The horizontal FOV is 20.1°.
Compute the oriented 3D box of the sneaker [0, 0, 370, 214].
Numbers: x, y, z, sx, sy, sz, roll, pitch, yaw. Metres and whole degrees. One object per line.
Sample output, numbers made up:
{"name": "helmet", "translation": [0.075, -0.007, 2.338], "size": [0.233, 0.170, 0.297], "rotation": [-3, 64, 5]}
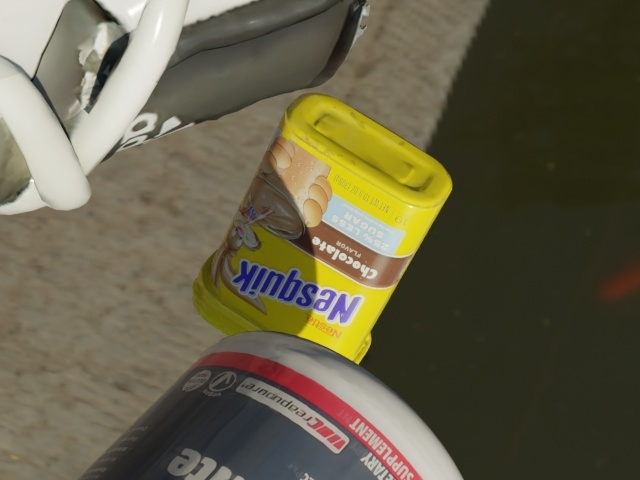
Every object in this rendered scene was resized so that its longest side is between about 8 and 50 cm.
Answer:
{"name": "sneaker", "translation": [-0.110, 0.002, 0.336], "size": [0.258, 0.169, 0.447], "rotation": [8, 89, -24]}

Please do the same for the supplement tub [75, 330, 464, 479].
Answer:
{"name": "supplement tub", "translation": [-0.064, 0.195, 0.924], "size": [0.272, 0.191, 0.191], "rotation": [-45, 114, -32]}

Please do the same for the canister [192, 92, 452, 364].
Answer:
{"name": "canister", "translation": [0.000, 0.000, 1.201], "size": [0.126, 0.170, 0.073], "rotation": [32, 37, 5]}
